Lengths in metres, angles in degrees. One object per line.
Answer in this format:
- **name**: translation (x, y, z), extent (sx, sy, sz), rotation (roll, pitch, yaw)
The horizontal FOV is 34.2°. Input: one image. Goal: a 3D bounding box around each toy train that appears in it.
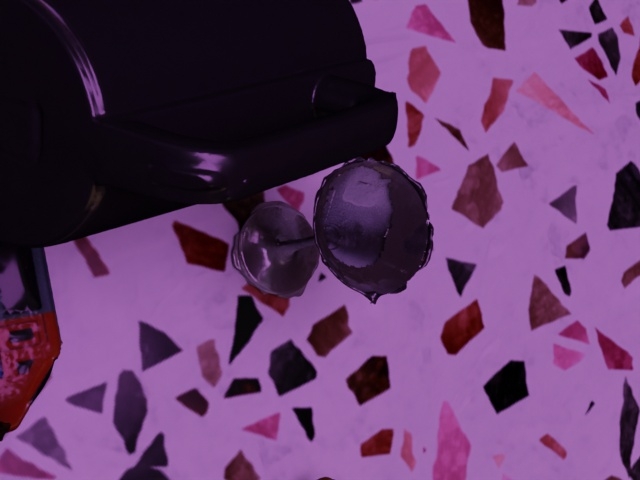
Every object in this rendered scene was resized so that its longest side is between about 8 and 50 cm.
- **toy train**: translation (-0.271, -0.053, 0.821), extent (0.089, 0.086, 0.410), rotation (-11, 90, -33)

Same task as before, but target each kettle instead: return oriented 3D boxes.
- **kettle**: translation (-0.104, -0.094, 0.778), extent (0.262, 0.203, 0.308), rotation (45, 34, 13)

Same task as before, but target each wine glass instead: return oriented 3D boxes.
- **wine glass**: translation (0.000, 0.000, 0.918), extent (0.122, 0.183, 0.122), rotation (6, 78, -30)

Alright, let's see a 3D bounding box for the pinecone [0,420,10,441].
- **pinecone**: translation (-0.339, 0.135, 0.692), extent (0.246, 0.246, 0.292), rotation (-8, 72, -31)

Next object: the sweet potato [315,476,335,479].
- **sweet potato**: translation (-0.049, 0.358, 0.917), extent (0.072, 0.066, 0.314), rotation (38, 64, -28)
